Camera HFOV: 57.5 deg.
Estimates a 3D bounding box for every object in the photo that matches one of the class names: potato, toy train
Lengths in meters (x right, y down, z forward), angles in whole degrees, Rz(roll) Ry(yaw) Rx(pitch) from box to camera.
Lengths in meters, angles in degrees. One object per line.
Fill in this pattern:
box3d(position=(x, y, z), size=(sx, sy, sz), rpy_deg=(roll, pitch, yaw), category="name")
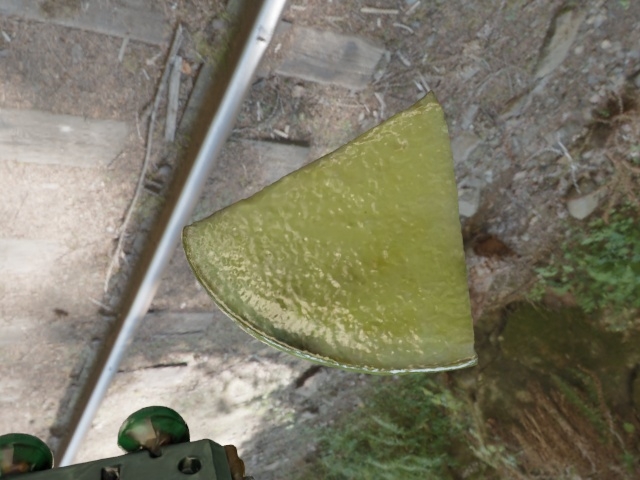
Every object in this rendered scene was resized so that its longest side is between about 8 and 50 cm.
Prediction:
box3d(position=(0.000, 0.000, 0.569), size=(0.256, 0.269, 0.112), rpy_deg=(-3, 165, -7), category="potato")
box3d(position=(-0.133, 0.183, 0.335), size=(0.228, 0.091, 0.136), rpy_deg=(-4, 113, -18), category="toy train")
